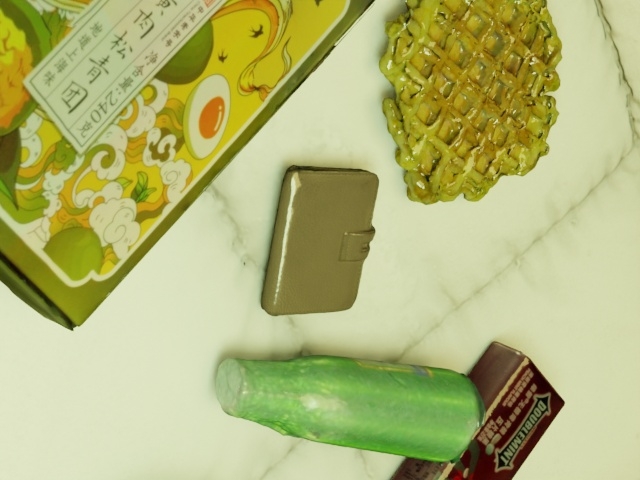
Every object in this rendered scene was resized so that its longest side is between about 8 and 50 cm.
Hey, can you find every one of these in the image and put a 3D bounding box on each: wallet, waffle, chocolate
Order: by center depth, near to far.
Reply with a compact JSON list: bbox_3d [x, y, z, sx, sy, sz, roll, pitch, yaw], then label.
[{"bbox_3d":[0.000,0.000,1.173,0.118,0.038,0.153,2,105,-33],"label":"wallet"},{"bbox_3d":[0.026,0.165,1.204,0.291,0.110,0.110,14,95,-34],"label":"chocolate"},{"bbox_3d":[0.162,-0.162,1.234,0.245,0.052,0.254,-25,117,-29],"label":"waffle"}]

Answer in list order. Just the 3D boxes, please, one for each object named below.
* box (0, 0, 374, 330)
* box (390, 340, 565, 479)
[{"bbox_3d":[-0.167,-0.189,0.868,0.420,0.138,0.373,-49,146,-14],"label":"box"},{"bbox_3d":[0.178,0.237,1.348,0.224,0.069,0.120,-51,125,-15],"label":"box"}]
